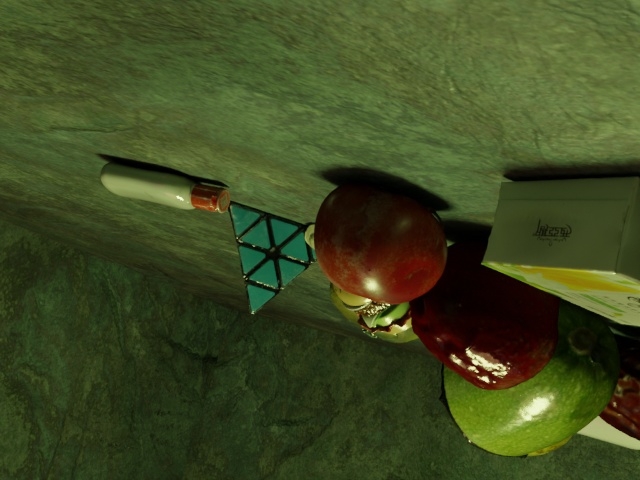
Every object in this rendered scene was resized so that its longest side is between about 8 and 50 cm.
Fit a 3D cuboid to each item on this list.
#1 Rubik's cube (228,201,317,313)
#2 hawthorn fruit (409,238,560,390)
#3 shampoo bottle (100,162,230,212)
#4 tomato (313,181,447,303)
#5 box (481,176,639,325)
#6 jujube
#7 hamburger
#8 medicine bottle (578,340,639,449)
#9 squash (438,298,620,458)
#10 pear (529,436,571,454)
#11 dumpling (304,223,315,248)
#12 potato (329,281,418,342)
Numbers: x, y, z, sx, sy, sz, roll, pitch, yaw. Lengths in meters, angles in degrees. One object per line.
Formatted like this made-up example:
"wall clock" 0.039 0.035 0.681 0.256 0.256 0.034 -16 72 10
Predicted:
"Rubik's cube" -0.052 -0.005 1.912 0.178 0.211 0.190 -6 -160 9
"hawthorn fruit" 0.222 0.089 1.536 0.266 0.210 0.230 32 -179 -13
"shampoo bottle" -0.255 -0.085 1.727 0.221 0.051 0.108 12 168 24
"tomato" 0.078 0.006 1.406 0.187 0.151 0.187 14 176 1
"box" 0.342 0.020 1.152 0.260 0.111 0.194 24 168 -32
"jujube" 0.662 0.289 1.926 0.318 0.223 0.223 9 169 39
"hamburger" 0.097 0.061 1.691 0.137 0.175 0.175 37 161 -32
"medicine bottle" 0.533 0.293 2.165 0.379 0.213 0.213 17 171 -11
"squash" 0.415 0.229 1.831 0.310 0.310 0.309 19 162 -21
"pear" 0.470 0.354 2.396 0.304 0.303 0.304 15 171 2
"dumpling" 0.000 0.002 1.832 0.059 0.043 0.077 2 165 36
"potato" 0.120 0.121 2.053 0.169 0.143 0.248 -7 157 42
